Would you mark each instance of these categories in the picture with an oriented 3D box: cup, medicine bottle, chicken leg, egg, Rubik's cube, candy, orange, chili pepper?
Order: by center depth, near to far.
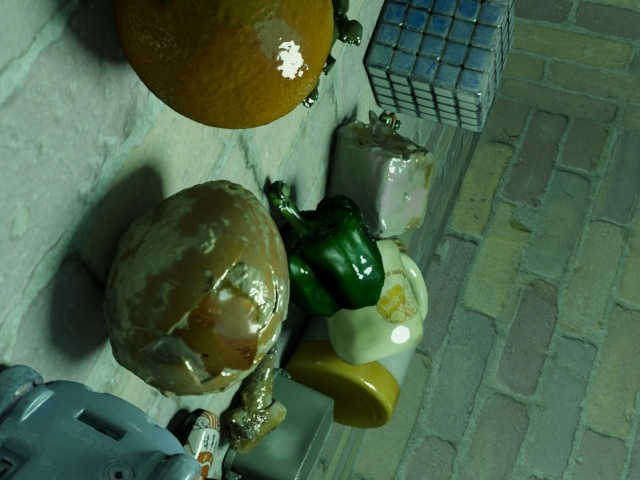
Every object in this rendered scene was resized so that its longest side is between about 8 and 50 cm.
[{"bbox_3d":[-0.084,-0.196,0.672,0.206,0.206,0.206,18,90,-75],"label":"orange"},{"bbox_3d":[-0.126,0.048,0.799,0.233,0.195,0.195,-64,163,-17],"label":"egg"},{"bbox_3d":[0.000,0.000,1.226,0.261,0.174,0.165,59,41,-19],"label":"chili pepper"},{"bbox_3d":[-0.107,0.277,1.330,0.196,0.081,0.125,-66,151,-24],"label":"chicken leg"},{"bbox_3d":[0.107,-0.117,1.429,0.137,0.185,0.195,-16,128,-33],"label":"candy"},{"bbox_3d":[0.100,0.116,1.441,0.255,0.173,0.202,3,69,-73],"label":"cup"},{"bbox_3d":[0.246,-0.379,1.518,0.238,0.237,0.237,40,70,-73],"label":"Rubik's cube"},{"bbox_3d":[0.071,0.237,1.592,0.237,0.238,0.231,87,25,-51],"label":"medicine bottle"}]

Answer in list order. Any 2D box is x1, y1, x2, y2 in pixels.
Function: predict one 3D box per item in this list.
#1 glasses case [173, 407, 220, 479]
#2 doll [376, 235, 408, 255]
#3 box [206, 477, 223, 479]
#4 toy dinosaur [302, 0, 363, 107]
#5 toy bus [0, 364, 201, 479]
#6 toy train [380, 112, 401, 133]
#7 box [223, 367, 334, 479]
[{"bbox_3d":[-0.213,0.365,1.067,0.103,0.067,0.266,87,25,-64],"label":"glasses case"},{"bbox_3d":[0.147,0.037,1.731,0.316,0.103,0.145,-97,-165,-57],"label":"doll"},{"bbox_3d":[-0.201,0.509,1.108,0.313,0.089,0.197,-65,-173,-22],"label":"box"},{"bbox_3d":[-0.009,-0.302,1.140,0.187,0.087,0.179,-58,-158,3],"label":"toy dinosaur"},{"bbox_3d":[-0.248,0.273,0.646,0.294,0.197,0.231,-53,166,-54],"label":"toy bus"},{"bbox_3d":[0.145,-0.236,1.700,0.064,0.044,0.103,-19,126,-58],"label":"toy train"},{"bbox_3d":[-0.071,0.383,1.455,0.163,0.135,0.243,89,24,-50],"label":"box"}]
